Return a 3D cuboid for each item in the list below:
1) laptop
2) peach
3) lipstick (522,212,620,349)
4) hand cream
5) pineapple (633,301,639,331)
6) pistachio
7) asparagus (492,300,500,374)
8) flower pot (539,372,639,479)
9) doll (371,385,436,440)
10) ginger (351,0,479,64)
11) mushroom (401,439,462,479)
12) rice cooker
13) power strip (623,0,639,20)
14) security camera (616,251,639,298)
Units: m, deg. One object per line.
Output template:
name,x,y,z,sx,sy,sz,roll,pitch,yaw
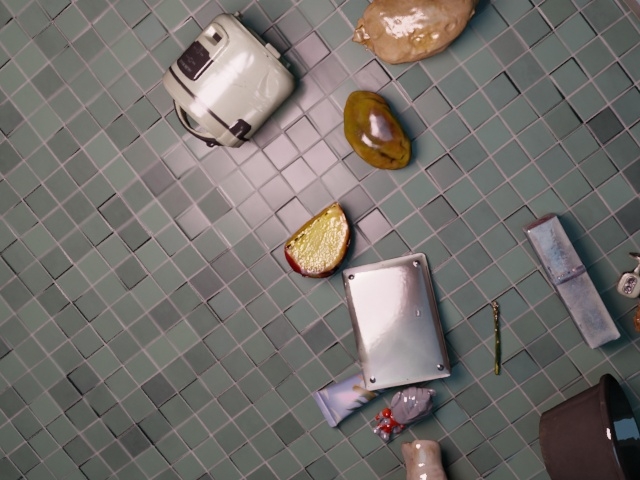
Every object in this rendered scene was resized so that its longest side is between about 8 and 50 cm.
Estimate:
laptop,0.160,0.172,1.510,0.188,0.015,0.268,-13,81,8
peach,-0.002,0.000,1.500,0.127,0.092,0.172,24,88,-2
lipstick,0.517,0.085,1.461,0.076,0.077,0.289,-28,95,8
hand cream,0.108,0.318,1.554,0.256,0.055,0.088,-32,86,15
pineapple,0.714,0.083,1.421,0.111,0.119,0.237,12,98,-9
pistachio,0.110,-0.221,1.452,0.110,0.100,0.189,-32,94,5
asparagus,0.380,0.211,1.526,0.016,0.013,0.165,-3,98,-4
flower pot,0.548,0.415,1.441,0.166,0.269,0.268,-20,95,31
doll,0.182,0.373,1.541,0.094,0.079,0.180,38,113,-15
ginger,0.194,-0.434,1.401,0.267,0.152,0.138,-22,124,4
mushroom,0.231,0.540,1.506,0.244,0.243,0.243,1,98,6
rice cooker,-0.189,-0.314,1.415,0.226,0.226,0.244,44,102,-1
power strip,0.634,-0.575,1.370,0.194,0.059,0.265,-40,92,14
security camera,0.649,0.074,1.460,0.058,0.058,0.092,15,102,4
